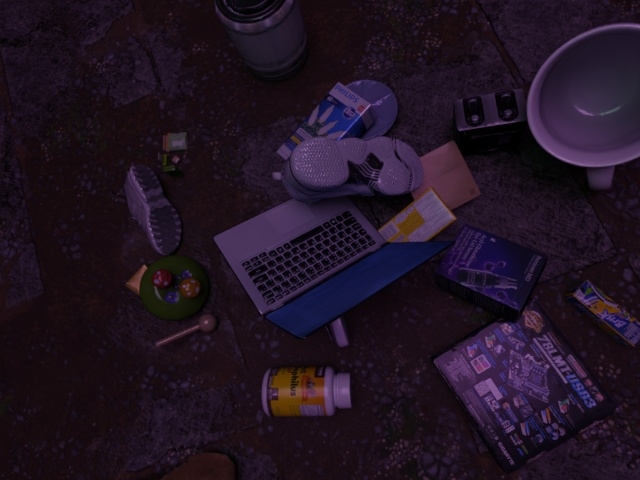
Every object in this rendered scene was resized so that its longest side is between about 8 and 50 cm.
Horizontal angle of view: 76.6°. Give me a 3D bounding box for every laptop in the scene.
[{"bbox_3d":[0.000,0.000,0.933,0.382,0.236,0.408,-28,65,-21],"label":"laptop"}]

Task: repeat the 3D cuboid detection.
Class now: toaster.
[{"bbox_3d":[0.434,-0.299,1.053,0.168,0.185,0.110,-5,75,16],"label":"toaster"}]

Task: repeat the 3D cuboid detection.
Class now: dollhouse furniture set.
[{"bbox_3d":[-0.453,-0.273,1.238,0.076,0.058,0.152,-5,78,7],"label":"dollhouse furniture set"}]

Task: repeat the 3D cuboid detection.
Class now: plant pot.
[{"bbox_3d":[-0.482,0.124,1.153,0.083,0.081,0.081,42,87,4],"label":"plant pot"}]

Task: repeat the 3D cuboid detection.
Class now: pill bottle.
[{"bbox_3d":[-0.030,0.375,1.009,0.215,0.117,0.117,-4,78,8],"label":"pill bottle"}]

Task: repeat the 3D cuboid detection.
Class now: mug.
[{"bbox_3d":[0.658,-0.300,0.947,0.276,0.328,0.374,0,114,35],"label":"mug"}]

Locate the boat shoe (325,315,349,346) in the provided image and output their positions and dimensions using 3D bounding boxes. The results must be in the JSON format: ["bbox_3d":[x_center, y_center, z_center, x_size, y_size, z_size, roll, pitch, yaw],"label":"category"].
[{"bbox_3d":[-0.016,0.144,1.060,0.102,0.108,0.301,-24,73,4],"label":"boat shoe"}]

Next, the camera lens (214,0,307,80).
[{"bbox_3d":[-0.158,-0.619,1.151,0.219,0.274,0.219,-2,78,8],"label":"camera lens"}]

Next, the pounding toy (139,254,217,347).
[{"bbox_3d":[-0.377,0.145,1.078,0.183,0.110,0.237,-14,82,-25],"label":"pounding toy"}]

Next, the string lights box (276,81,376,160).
[{"bbox_3d":[0.017,-0.293,1.126,0.260,0.077,0.133,-48,65,3],"label":"string lights box"}]

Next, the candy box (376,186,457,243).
[{"bbox_3d":[0.241,-0.033,1.057,0.206,0.027,0.105,-41,76,24],"label":"candy box"}]

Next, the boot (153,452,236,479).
[{"bbox_3d":[-0.356,0.619,1.038,0.305,0.112,0.115,-10,47,11],"label":"boot"}]

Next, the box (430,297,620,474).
[{"bbox_3d":[0.470,0.336,0.962,0.293,0.073,0.295,-32,75,1],"label":"box"}]

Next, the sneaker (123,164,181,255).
[{"bbox_3d":[-0.503,-0.079,1.204,0.115,0.105,0.281,-30,77,37],"label":"sneaker"}]

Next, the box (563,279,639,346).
[{"bbox_3d":[0.678,0.173,0.969,0.054,0.059,0.169,-44,76,-3],"label":"box"}]

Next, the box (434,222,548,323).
[{"bbox_3d":[0.404,0.076,0.973,0.207,0.108,0.153,25,74,29],"label":"box"}]

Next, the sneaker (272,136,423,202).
[{"bbox_3d":[0.064,-0.169,0.998,0.365,0.210,0.137,-2,89,-29],"label":"sneaker"}]

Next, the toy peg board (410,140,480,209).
[{"bbox_3d":[0.314,-0.156,1.096,0.161,0.079,0.161,-27,91,4],"label":"toy peg board"}]

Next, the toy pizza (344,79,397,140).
[{"bbox_3d":[0.123,-0.375,1.181,0.201,0.032,0.201,-3,76,12],"label":"toy pizza"}]
